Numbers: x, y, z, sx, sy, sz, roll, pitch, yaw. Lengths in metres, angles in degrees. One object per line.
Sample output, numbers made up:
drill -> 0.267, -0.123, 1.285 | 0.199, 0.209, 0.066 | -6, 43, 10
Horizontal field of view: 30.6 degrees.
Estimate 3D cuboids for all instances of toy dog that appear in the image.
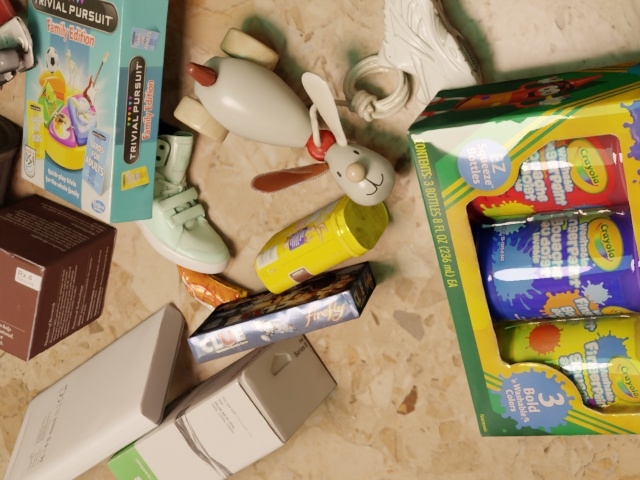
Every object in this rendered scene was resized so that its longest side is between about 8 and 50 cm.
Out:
toy dog -> -0.059, -0.170, 1.571 | 0.334, 0.161, 0.220 | 12, 91, 20

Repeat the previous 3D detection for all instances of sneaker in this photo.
sneaker -> -0.149, 0.084, 1.793 | 0.175, 0.064, 0.067 | 44, 103, -3
sneaker -> -0.212, -0.074, 1.736 | 0.256, 0.094, 0.151 | 44, 125, 8
sneaker -> 0.111, -0.278, 1.523 | 0.115, 0.090, 0.232 | -28, 93, 19

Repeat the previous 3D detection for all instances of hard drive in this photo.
hard drive -> -0.364, 0.269, 1.852 | 0.353, 0.233, 0.047 | -34, 120, 29

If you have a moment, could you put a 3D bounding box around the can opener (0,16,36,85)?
can opener -> -0.506, -0.267, 1.761 | 0.280, 0.093, 0.074 | -11, 97, 55

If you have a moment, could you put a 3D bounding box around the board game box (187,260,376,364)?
board game box -> -0.051, 0.100, 1.658 | 0.243, 0.165, 0.042 | -17, 100, 14

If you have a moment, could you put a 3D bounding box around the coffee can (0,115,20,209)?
coffee can -> -0.606, -0.062, 1.858 | 0.201, 0.201, 0.275 | 27, 116, 14

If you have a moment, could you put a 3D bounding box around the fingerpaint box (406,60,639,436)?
fingerpaint box -> 0.345, 0.020, 1.452 | 0.371, 0.163, 0.444 | -5, 113, 25

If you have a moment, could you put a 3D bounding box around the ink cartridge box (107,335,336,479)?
ink cartridge box -> -0.146, 0.273, 1.759 | 0.289, 0.211, 0.121 | -34, 93, 29

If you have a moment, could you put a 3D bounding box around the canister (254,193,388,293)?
canister -> 0.000, 0.000, 1.653 | 0.170, 0.126, 0.073 | -28, 105, 31

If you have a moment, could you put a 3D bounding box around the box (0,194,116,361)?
box -> -0.452, 0.053, 1.828 | 0.168, 0.203, 0.167 | 23, 115, 16

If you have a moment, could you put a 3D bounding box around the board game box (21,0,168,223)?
board game box -> -0.332, -0.222, 1.686 | 0.254, 0.079, 0.336 | 23, 114, 43

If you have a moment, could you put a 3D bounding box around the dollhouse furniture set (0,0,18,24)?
dollhouse furniture set -> -0.506, -0.383, 1.647 | 0.374, 0.201, 0.152 | -18, 100, 47
